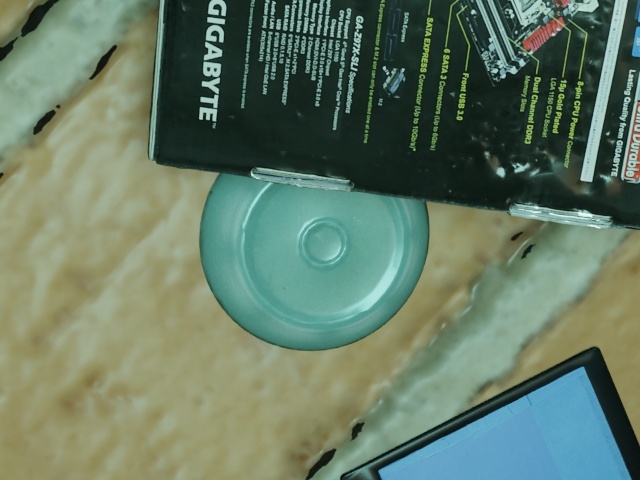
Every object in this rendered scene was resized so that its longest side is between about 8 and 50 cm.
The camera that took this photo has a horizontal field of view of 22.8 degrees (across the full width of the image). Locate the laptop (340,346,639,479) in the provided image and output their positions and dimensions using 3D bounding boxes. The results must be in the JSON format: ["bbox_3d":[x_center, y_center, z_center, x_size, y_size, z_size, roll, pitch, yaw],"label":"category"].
[{"bbox_3d":[0.091,0.226,0.796,0.137,0.264,0.234,-17,106,29],"label":"laptop"}]

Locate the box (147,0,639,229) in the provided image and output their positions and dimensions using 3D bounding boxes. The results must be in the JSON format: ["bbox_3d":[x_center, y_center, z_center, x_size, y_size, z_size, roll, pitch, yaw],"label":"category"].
[{"bbox_3d":[0.067,-0.174,0.681,0.257,0.079,0.321,7,109,3],"label":"box"}]

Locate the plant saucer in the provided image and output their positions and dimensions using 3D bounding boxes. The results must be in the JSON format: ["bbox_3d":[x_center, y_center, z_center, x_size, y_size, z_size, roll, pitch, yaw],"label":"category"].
[{"bbox_3d":[0.000,0.000,0.794,0.119,0.021,0.119,-2,102,-12],"label":"plant saucer"}]
